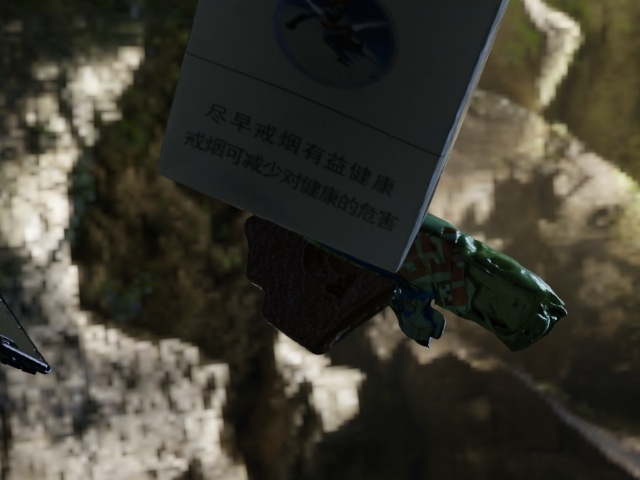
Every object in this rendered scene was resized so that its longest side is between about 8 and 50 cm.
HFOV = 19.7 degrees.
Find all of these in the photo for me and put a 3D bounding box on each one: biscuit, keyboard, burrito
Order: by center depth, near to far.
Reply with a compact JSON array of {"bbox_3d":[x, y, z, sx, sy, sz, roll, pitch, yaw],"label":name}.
[{"bbox_3d":[0.080,0.027,1.584,0.288,0.054,0.104,27,-78,30],"label":"burrito"},{"bbox_3d":[0.001,0.001,1.892,0.182,0.034,0.215,-37,-123,13],"label":"biscuit"},{"bbox_3d":[-0.377,0.078,2.065,0.025,0.094,0.230,-54,-140,8],"label":"keyboard"}]

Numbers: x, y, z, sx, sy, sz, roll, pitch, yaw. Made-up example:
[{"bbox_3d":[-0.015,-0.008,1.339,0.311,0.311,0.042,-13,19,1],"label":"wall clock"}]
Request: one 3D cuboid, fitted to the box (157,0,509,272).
[{"bbox_3d":[0.014,-0.120,1.053,0.164,0.069,0.256,23,-50,4],"label":"box"}]
